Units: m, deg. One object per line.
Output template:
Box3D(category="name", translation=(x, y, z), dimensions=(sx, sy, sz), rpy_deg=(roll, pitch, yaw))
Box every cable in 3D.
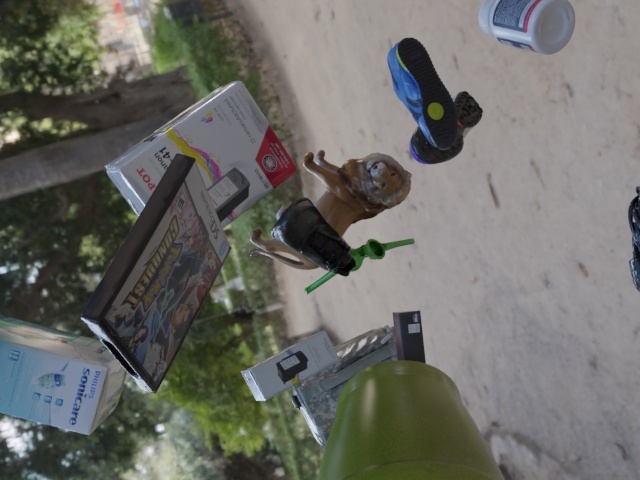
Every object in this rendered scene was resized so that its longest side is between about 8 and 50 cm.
Box3D(category="cable", translation=(0.514, -0.012, 1.181), dimensions=(0.047, 0.150, 0.185), rpy_deg=(8, 135, 44))

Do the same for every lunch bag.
Box3D(category="lunch bag", translation=(0.086, 0.345, 1.852), dimensions=(0.213, 0.305, 0.256), rpy_deg=(60, 173, 25))

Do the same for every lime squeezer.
Box3D(category="lime squeezer", translation=(0.106, 0.047, 1.862), dimensions=(0.059, 0.310, 0.110), rpy_deg=(54, 162, 34))

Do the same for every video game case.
Box3D(category="video game case", translation=(-0.225, 0.054, 1.131), dimensions=(0.248, 0.035, 0.275), rpy_deg=(78, -149, -57))

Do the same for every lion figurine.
Box3D(category="lion figurine", translation=(0.021, -0.055, 1.781), dimensions=(0.240, 0.392, 0.142), rpy_deg=(38, -163, 12))

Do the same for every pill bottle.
Box3D(category="pill bottle", translation=(0.393, -0.428, 1.498), dimensions=(0.180, 0.107, 0.108), rpy_deg=(40, 147, 55))

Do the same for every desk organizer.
Box3D(category="desk organizer", translation=(0.178, 0.206, 1.551), dimensions=(0.050, 0.047, 0.130), rpy_deg=(172, 92, -80))

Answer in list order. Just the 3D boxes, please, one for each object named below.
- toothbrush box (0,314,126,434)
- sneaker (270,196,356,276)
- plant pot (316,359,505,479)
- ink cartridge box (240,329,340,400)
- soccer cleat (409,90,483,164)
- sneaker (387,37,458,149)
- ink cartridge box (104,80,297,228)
Box3D(category="toothbrush box", translation=(-0.512, 0.230, 1.384), dimensions=(0.216, 0.295, 0.126), rpy_deg=(-176, 102, -88))
Box3D(category="sneaker", translation=(0.000, 0.000, 1.597), dimensions=(0.130, 0.109, 0.286), rpy_deg=(39, -176, 26))
Box3D(category="plant pot", translation=(0.150, 0.407, 1.327), dimensions=(0.353, 0.366, 0.367), rpy_deg=(-89, -9, -55))
Box3D(category="ink cartridge box", translation=(-0.063, 0.258, 1.583), dimensions=(0.072, 0.175, 0.127), rpy_deg=(63, 163, 4))
Box3D(category="soccer cleat", translation=(0.270, -0.239, 1.772), dimensions=(0.109, 0.318, 0.116), rpy_deg=(49, 132, -5))
Box3D(category="sneaker", translation=(0.178, -0.254, 1.376), dimensions=(0.209, 0.069, 0.082), rpy_deg=(66, 158, 3))
Box3D(category="ink cartridge box", translation=(-0.234, -0.143, 1.552), dimensions=(0.226, 0.306, 0.131), rpy_deg=(57, 159, -20))
